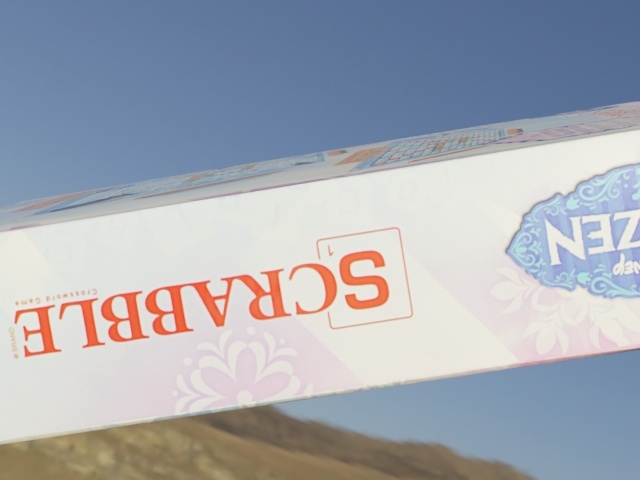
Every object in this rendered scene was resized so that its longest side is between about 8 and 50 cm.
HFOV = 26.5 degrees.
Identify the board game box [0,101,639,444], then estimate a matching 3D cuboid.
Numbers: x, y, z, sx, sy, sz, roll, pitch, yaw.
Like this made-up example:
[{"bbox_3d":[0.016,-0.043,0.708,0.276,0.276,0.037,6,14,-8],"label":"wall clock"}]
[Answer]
[{"bbox_3d":[0.000,0.000,0.533,0.318,0.066,0.319,-9,5,5],"label":"board game box"}]
